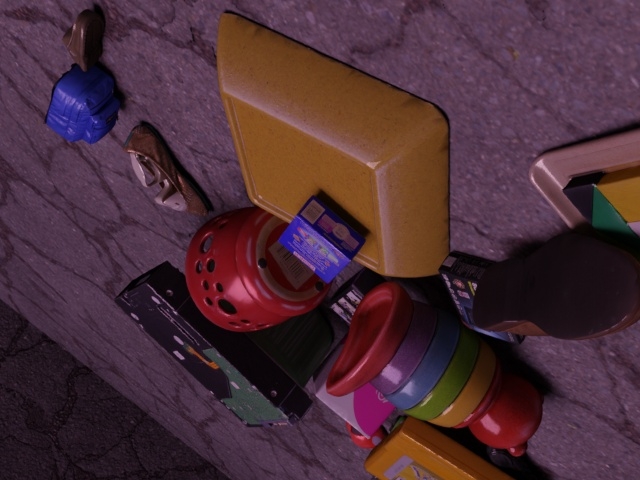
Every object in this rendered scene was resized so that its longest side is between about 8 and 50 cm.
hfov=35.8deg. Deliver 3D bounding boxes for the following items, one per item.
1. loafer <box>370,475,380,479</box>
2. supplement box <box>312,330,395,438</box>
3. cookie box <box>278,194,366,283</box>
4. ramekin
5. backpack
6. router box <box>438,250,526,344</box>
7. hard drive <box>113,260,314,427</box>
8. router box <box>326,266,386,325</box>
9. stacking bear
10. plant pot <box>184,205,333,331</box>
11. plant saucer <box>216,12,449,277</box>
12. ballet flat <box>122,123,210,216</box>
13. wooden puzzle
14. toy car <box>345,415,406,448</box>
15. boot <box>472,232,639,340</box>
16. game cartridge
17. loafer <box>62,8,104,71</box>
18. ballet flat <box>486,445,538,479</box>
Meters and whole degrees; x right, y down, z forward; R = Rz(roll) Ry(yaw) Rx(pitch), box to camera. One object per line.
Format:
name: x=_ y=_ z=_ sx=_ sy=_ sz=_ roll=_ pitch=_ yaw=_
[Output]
loafer: x=0.159 y=0.536 z=2.151 sx=0.094 sy=0.087 sz=0.251 roll=63 pitch=148 yaw=13
supplement box: x=0.063 y=0.227 z=1.606 sx=0.114 sy=0.111 sz=0.220 roll=41 pitch=179 yaw=0
cookie box: x=0.000 y=0.000 z=1.282 sx=0.092 sy=0.040 sz=0.107 roll=41 pitch=156 yaw=-1
ramekin: x=-0.125 y=0.159 z=1.810 sx=0.303 sy=0.148 sz=0.303 roll=33 pitch=155 yaw=17
backpack: x=-0.373 y=-0.224 z=1.584 sx=0.101 sy=0.098 sz=0.120 roll=30 pitch=143 yaw=1
router box: x=0.216 y=0.076 z=1.293 sx=0.092 sy=0.038 sz=0.122 roll=16 pitch=146 yaw=43
hard drive: x=-0.184 y=0.182 z=1.673 sx=0.339 sy=0.064 sz=0.237 roll=46 pitch=156 yaw=-9
router box: x=0.105 y=0.128 z=1.541 sx=0.179 sy=0.046 sz=0.133 roll=41 pitch=156 yaw=-2
stacking bear: x=0.183 y=0.195 z=1.398 sx=0.289 sy=0.175 sz=0.164 roll=31 pitch=147 yaw=-11
plant pot: x=-0.082 y=0.035 z=1.495 sx=0.191 sy=0.191 sz=0.174 roll=49 pitch=146 yaw=-18
plant saucer: x=0.004 y=-0.094 z=1.265 sx=0.333 sy=0.081 sz=0.333 roll=28 pitch=154 yaw=24
ballet flat: x=-0.264 y=-0.101 z=1.665 sx=0.073 sy=0.067 sz=0.206 roll=8 pitch=141 yaw=51
wooden puzzle: x=0.336 y=-0.013 z=0.953 sx=0.221 sy=0.044 sz=0.239 roll=47 pitch=156 yaw=-13
toy car: x=0.147 y=0.404 z=1.951 sx=0.239 sy=0.053 sz=0.225 roll=35 pitch=156 yaw=11
boot: x=0.284 y=0.062 z=1.084 sx=0.115 sy=0.112 sz=0.305 roll=15 pitch=171 yaw=-14
game cartridge: x=0.233 y=0.435 z=1.767 sx=0.285 sy=0.052 sz=0.323 roll=32 pitch=158 yaw=5
loafer: x=-0.356 y=-0.299 z=1.468 sx=0.050 sy=0.056 sz=0.148 roll=35 pitch=156 yaw=-2
ballet flat: x=0.329 y=0.379 z=1.669 sx=0.057 sy=0.049 sz=0.173 roll=-12 pitch=135 yaw=27
